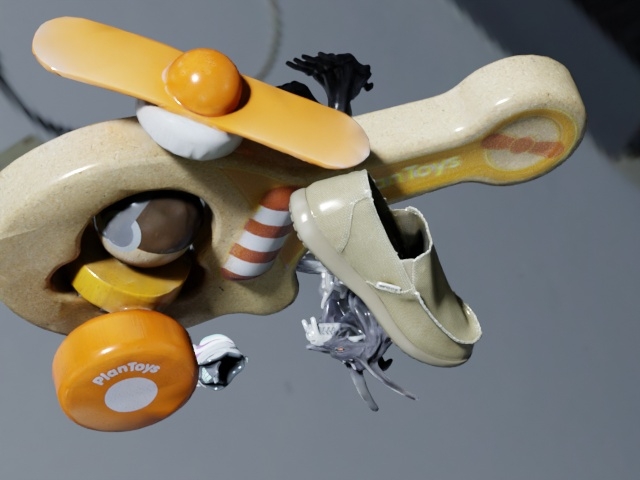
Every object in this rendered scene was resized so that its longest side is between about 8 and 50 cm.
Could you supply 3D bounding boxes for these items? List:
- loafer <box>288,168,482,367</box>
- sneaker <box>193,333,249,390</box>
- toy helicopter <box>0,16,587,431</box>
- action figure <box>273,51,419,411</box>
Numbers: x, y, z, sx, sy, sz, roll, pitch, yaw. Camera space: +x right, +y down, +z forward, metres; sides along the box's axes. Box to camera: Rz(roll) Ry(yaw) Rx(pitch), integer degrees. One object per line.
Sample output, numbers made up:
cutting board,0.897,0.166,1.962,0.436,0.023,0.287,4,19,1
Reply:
loafer,0.045,0.016,1.046,0.148,0.050,0.056,41,27,-34
sneaker,-0.108,0.114,1.670,0.098,0.069,0.038,-27,114,-18
toy helicopter,-0.022,-0.044,1.097,0.355,0.235,0.140,-16,51,-4
action figure,0.000,0.000,1.542,0.141,0.164,0.275,-3,77,-35
